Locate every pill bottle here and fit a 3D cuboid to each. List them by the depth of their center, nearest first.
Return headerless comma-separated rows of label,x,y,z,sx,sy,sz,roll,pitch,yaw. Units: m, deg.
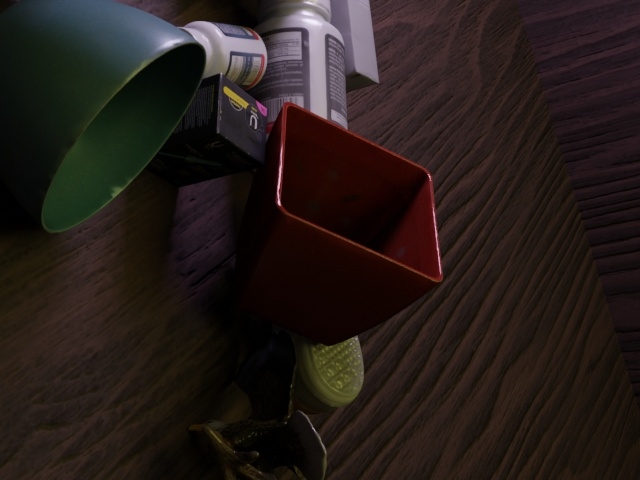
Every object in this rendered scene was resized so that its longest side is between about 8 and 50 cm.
pill bottle,-0.174,-0.291,1.646,0.180,0.108,0.108,-12,90,-61
pill bottle,-0.043,-0.277,1.798,0.176,0.176,0.318,26,58,-55

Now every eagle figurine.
eagle figurine,-0.079,0.277,1.504,0.225,0.226,0.298,37,21,10

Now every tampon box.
tampon box,-0.177,-0.159,1.535,0.120,0.161,0.101,34,51,-52

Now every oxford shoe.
oxford shoe,-0.021,0.105,1.761,0.169,0.130,0.449,25,40,-28

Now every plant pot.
plant pot,-0.306,-0.180,1.255,0.195,0.290,0.290,39,33,5
plant pot,0.000,0.000,1.569,0.267,0.236,0.267,25,36,-18

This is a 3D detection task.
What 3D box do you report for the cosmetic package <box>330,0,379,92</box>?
cosmetic package,0.029,-0.409,2.026,0.107,0.127,0.238,6,76,-59
